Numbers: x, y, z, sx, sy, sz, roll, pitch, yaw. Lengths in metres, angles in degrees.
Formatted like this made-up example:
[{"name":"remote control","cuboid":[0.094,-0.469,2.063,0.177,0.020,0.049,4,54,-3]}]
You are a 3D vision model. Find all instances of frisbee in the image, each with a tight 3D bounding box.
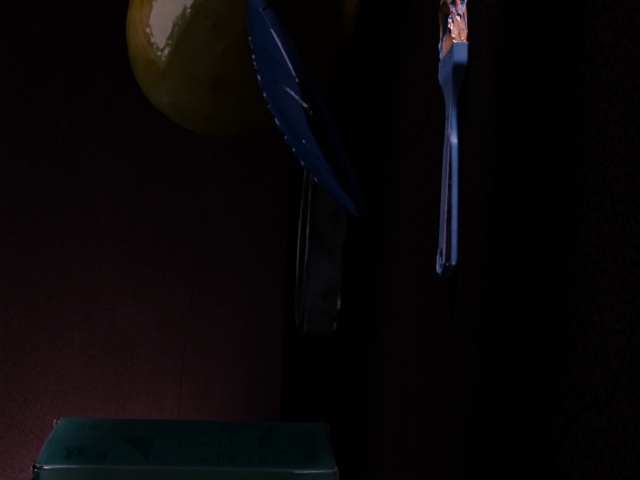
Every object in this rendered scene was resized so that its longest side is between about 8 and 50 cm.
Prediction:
[{"name":"frisbee","cuboid":[-0.024,-0.125,1.419,0.242,0.045,0.242,62,179,2]}]

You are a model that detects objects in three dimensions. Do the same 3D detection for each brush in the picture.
[{"name":"brush","cuboid":[0.074,-0.060,0.853,0.051,0.014,0.164,109,163,-82]}]

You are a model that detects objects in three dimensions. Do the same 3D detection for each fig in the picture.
[{"name":"fig","cuboid":[-0.070,-0.268,1.637,0.326,0.258,0.258,124,154,-45]}]

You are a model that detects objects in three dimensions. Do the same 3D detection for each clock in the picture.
[{"name":"clock","cuboid":[0.000,0.000,1.741,0.226,0.049,0.226,-177,90,-88]}]

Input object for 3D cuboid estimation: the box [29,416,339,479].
[{"name":"box","cuboid":[-0.138,0.267,1.575,0.205,0.311,0.118,-121,33,-84]}]
